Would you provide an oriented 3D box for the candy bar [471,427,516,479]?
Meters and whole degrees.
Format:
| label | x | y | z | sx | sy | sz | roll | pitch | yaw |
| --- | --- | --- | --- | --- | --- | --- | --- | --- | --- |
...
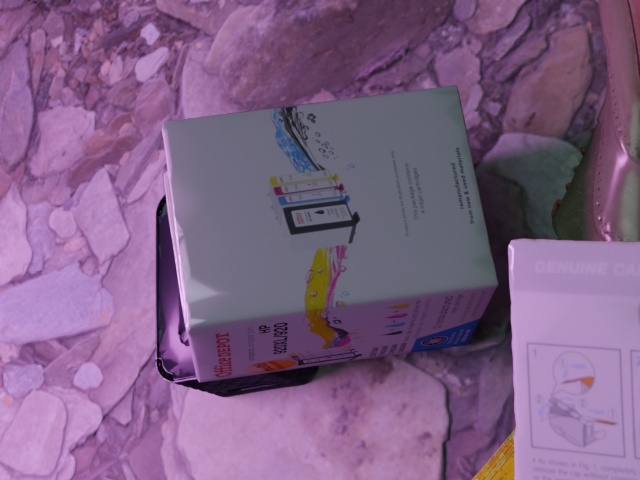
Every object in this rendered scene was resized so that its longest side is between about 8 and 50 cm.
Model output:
| label | x | y | z | sx | sy | sz | roll | pitch | yaw |
| --- | --- | --- | --- | --- | --- | --- | --- | --- | --- |
| candy bar | 0.169 | 0.158 | 1.086 | 0.040 | 0.018 | 0.161 | 42 | 98 | 29 |

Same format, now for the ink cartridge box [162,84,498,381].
| label | x | y | z | sx | sy | sz | roll | pitch | yaw |
| --- | --- | --- | --- | --- | --- | --- | --- | --- | --- |
| ink cartridge box | 0.000 | 0.000 | 1.085 | 0.232 | 0.171 | 0.168 | -8 | 71 | -5 |

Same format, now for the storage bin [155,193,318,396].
| label | x | y | z | sx | sy | sz | roll | pitch | yaw |
| --- | --- | --- | --- | --- | --- | --- | --- | --- | --- |
| storage bin | -0.075 | 0.041 | 1.229 | 0.122 | 0.084 | 0.180 | -12 | 69 | 27 |

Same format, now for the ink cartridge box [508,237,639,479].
| label | x | y | z | sx | sy | sz | roll | pitch | yaw |
| --- | --- | --- | --- | --- | --- | --- | --- | --- | --- |
| ink cartridge box | 0.282 | 0.184 | 0.878 | 0.308 | 0.091 | 0.385 | 1 | 101 | 32 |

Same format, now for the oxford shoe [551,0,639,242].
| label | x | y | z | sx | sy | sz | roll | pitch | yaw |
| --- | --- | --- | --- | --- | --- | --- | --- | --- | --- |
| oxford shoe | 0.229 | -0.053 | 1.055 | 0.130 | 0.123 | 0.348 | -13 | 68 | 33 |
